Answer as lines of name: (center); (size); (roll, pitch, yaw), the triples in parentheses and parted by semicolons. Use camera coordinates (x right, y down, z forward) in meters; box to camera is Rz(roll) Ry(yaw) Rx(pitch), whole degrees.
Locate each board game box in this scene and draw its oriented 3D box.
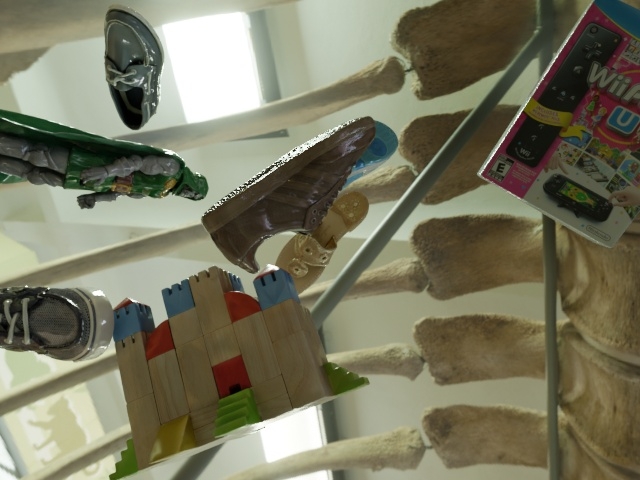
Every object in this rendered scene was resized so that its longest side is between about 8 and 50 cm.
board game box: (0.423, -0.176, 0.741); (0.224, 0.097, 0.303); (32, -77, 11)

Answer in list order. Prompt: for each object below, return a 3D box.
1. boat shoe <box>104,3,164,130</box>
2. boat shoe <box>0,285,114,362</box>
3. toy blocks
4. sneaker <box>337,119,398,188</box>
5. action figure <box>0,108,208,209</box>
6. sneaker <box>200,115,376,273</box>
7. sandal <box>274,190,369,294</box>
boat shoe: (-0.411, -0.360, 1.056); (0.116, 0.098, 0.319); (15, -25, -8)
boat shoe: (-0.486, 0.136, 0.775); (0.341, 0.158, 0.127); (-7, -97, 37)
toy blocks: (-0.154, 0.164, 0.742); (0.382, 0.191, 0.260); (-24, -111, 7)
sneaker: (0.025, -0.151, 1.115); (0.127, 0.319, 0.208); (55, -29, 11)
action figure: (-0.222, -0.069, 0.472); (0.137, 0.232, 0.063); (-31, -120, 55)
sneaker: (-0.016, -0.045, 0.450); (0.071, 0.188, 0.066); (59, -16, -16)
sandal: (-0.005, -0.004, 0.861); (0.088, 0.240, 0.079); (41, -8, 13)
